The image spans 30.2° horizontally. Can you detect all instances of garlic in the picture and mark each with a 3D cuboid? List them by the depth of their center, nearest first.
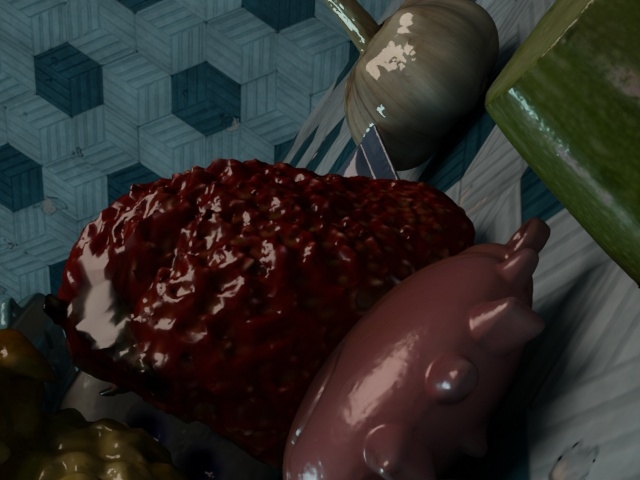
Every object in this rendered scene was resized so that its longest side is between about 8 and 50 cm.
[{"bbox_3d":[0.062,-0.197,1.217,0.199,0.226,0.199,-49,9,10],"label":"garlic"}]

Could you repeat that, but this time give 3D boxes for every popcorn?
[{"bbox_3d":[-0.181,0.224,0.822,0.225,0.332,0.265,-31,25,-30],"label":"popcorn"}]

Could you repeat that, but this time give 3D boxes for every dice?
[{"bbox_3d":[-0.111,0.129,1.063,0.193,0.194,0.192,-55,7,-6],"label":"dice"}]

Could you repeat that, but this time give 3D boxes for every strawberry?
[{"bbox_3d":[-0.039,0.033,0.854,0.258,0.261,0.261,-61,9,-4],"label":"strawberry"}]

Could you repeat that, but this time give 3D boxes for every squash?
[{"bbox_3d":[0.163,-0.075,0.562,0.170,0.122,0.170,-53,4,5],"label":"squash"}]

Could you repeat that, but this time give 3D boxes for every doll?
[{"bbox_3d":[0.041,0.092,0.654,0.262,0.093,0.211,-53,2,-9],"label":"doll"}]

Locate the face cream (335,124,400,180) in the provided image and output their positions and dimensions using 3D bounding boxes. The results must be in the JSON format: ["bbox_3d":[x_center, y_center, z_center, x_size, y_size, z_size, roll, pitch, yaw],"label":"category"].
[{"bbox_3d":[-0.030,0.057,1.235,0.385,0.086,0.136,-50,45,34],"label":"face cream"}]

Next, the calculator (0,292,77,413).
[{"bbox_3d":[-0.246,0.233,1.079,0.256,0.054,0.387,-84,-13,-72],"label":"calculator"}]
